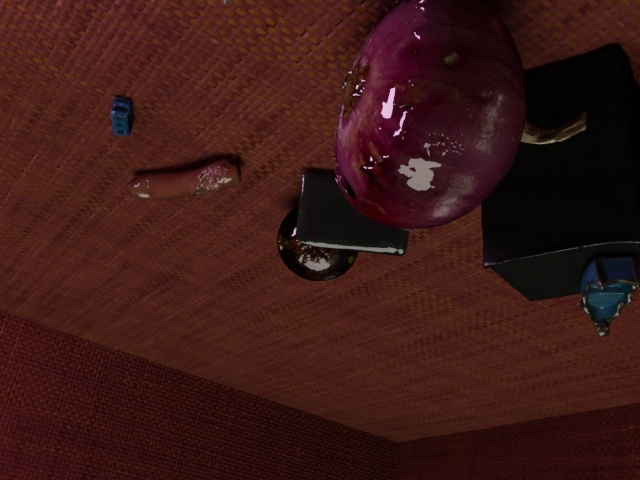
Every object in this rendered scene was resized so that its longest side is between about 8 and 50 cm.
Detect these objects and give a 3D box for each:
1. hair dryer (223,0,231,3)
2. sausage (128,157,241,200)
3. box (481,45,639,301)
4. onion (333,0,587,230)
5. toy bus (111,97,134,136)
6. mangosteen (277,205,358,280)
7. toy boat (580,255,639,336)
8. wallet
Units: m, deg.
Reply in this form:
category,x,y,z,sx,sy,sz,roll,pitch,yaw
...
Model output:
category,x,y,z,sx,sy,sz,roll,pitch,yaw
hair dryer,-0.173,-0.454,1.046,0.229,0.092,0.267,32,156,-22
sausage,-0.305,-0.131,1.679,0.304,0.078,0.078,-7,148,30
box,0.415,-0.096,1.236,0.251,0.345,0.204,-13,151,34
onion,0.172,-0.175,1.133,0.345,0.358,0.358,39,143,-22
toy bus,-0.402,-0.250,1.514,0.038,0.046,0.083,12,153,-6
mangosteen,0.000,0.000,1.745,0.192,0.192,0.217,6,-176,6
toy boat,0.435,0.088,1.131,0.075,0.077,0.185,-1,158,9
wallet,0.073,-0.061,1.616,0.245,0.168,0.052,7,-175,5
